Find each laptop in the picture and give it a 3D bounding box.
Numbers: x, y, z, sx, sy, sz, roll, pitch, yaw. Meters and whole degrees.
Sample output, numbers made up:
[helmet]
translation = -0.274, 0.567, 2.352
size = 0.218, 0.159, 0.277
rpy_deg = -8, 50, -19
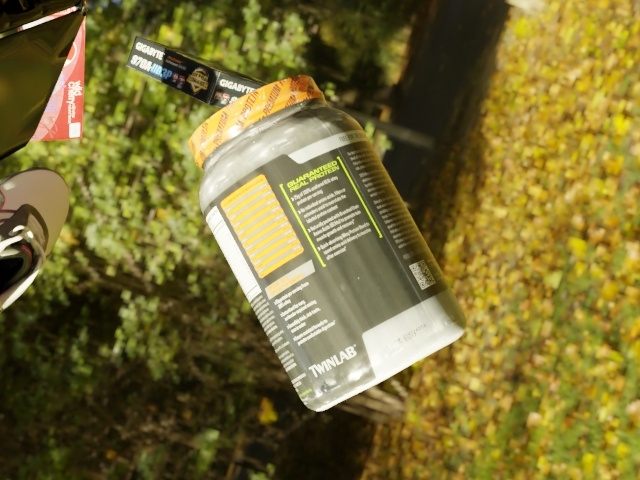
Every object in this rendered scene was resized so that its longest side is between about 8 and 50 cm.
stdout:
[laptop]
translation = -0.312, -0.189, 0.956
size = 0.264, 0.136, 0.234
rpy_deg = 65, -156, -13

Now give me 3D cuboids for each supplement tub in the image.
[supplement tub]
translation = 0.000, 0.000, 0.722
size = 0.117, 0.190, 0.117
rpy_deg = -27, -7, -3

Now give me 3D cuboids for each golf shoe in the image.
[golf shoe]
translation = -0.334, 0.012, 1.252
size = 0.105, 0.120, 0.273
rpy_deg = 59, -142, -27

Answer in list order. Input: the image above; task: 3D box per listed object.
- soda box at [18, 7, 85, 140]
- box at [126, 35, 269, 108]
[soda box]
translation = -0.367, -0.257, 1.559
size = 0.263, 0.083, 0.092
rpy_deg = 107, 153, -49
[box]
translation = -0.151, -0.228, 1.659
size = 0.220, 0.175, 0.051
rpy_deg = 29, 102, 44
